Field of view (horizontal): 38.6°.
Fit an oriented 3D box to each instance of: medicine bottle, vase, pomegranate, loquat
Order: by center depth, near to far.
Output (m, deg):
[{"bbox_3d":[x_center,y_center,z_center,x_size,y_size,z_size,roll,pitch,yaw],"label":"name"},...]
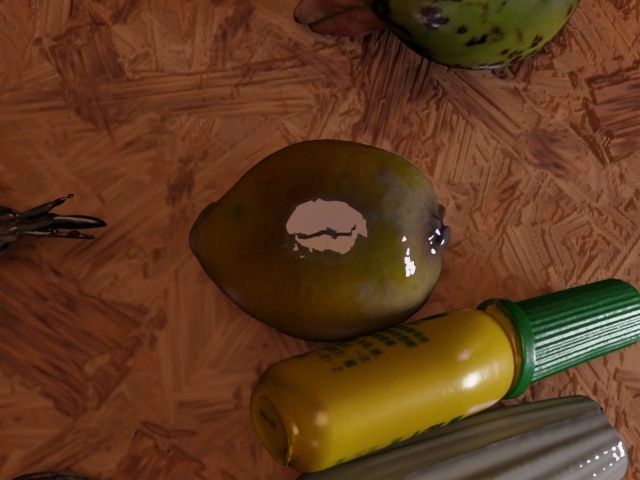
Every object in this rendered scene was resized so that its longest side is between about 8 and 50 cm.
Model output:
[{"bbox_3d":[0.102,0.085,0.653,0.308,0.111,0.076,-15,98,-22],"label":"medicine bottle"},{"bbox_3d":[0.099,0.184,0.654,0.248,0.128,0.128,-21,78,-11],"label":"vase"},{"bbox_3d":[0.000,0.000,0.685,0.195,0.152,0.152,-3,78,9],"label":"loquat"},{"bbox_3d":[0.083,-0.221,0.715,0.247,0.214,0.214,-23,75,33],"label":"pomegranate"}]

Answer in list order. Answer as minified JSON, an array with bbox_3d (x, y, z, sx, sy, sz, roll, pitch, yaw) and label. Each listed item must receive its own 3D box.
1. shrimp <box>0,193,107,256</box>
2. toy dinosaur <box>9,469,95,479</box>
[{"bbox_3d":[-0.353,0.027,0.704,0.371,0.137,0.172,3,114,10],"label":"shrimp"},{"bbox_3d":[-0.249,0.292,0.637,0.162,0.077,0.294,48,52,10],"label":"toy dinosaur"}]
